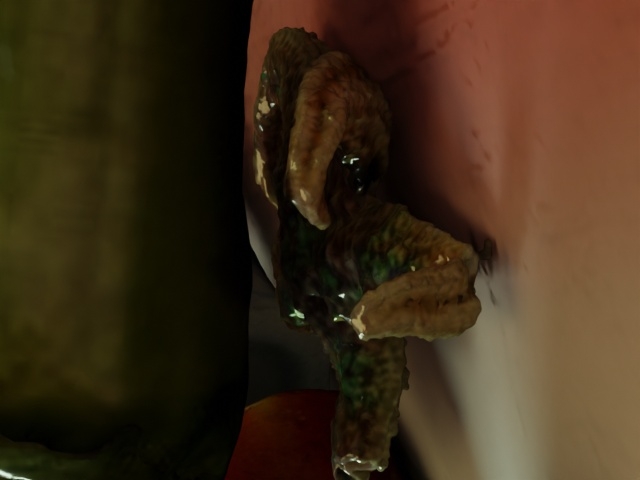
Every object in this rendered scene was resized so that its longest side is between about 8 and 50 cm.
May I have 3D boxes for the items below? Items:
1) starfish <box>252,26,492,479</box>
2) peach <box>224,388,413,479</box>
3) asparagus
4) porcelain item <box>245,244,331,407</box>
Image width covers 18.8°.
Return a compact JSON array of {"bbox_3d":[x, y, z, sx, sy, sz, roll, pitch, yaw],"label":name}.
[{"bbox_3d":[0.010,-0.001,0.583,0.209,0.053,0.150,103,164,-74],"label":"starfish"},{"bbox_3d":[-0.006,0.132,0.663,0.127,0.092,0.172,92,162,-45],"label":"peach"},{"bbox_3d":[-0.065,-0.085,0.532,0.128,0.108,0.382,-16,-66,-59],"label":"asparagus"},{"bbox_3d":[-0.089,0.001,0.813,0.259,0.141,0.141,47,151,50],"label":"porcelain item"}]
